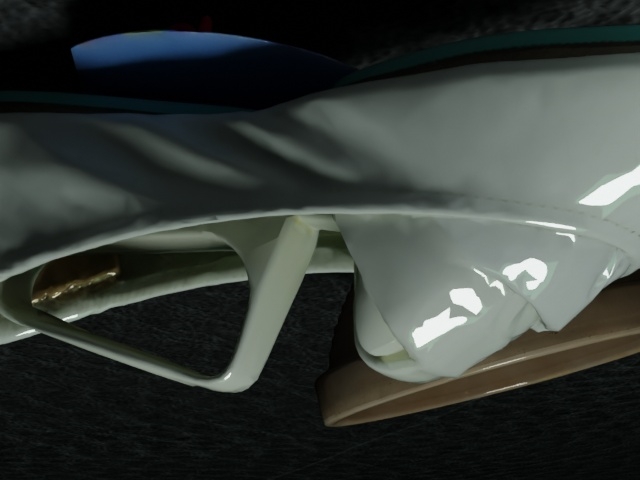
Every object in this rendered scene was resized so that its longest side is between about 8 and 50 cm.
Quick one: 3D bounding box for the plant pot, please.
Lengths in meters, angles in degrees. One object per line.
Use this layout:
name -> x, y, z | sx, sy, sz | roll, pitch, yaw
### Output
plant pot -> 0.104, 0.037, 0.863 | 0.237, 0.110, 0.237 | -13, 169, -3

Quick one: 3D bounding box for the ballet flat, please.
ballet flat -> 0.000, 0.000, 0.569 | 0.400, 0.139, 0.139 | -2, 166, 26

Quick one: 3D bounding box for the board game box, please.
board game box -> -0.041, -0.073, 0.628 | 0.133, 0.033, 0.169 | 7, 163, -1
